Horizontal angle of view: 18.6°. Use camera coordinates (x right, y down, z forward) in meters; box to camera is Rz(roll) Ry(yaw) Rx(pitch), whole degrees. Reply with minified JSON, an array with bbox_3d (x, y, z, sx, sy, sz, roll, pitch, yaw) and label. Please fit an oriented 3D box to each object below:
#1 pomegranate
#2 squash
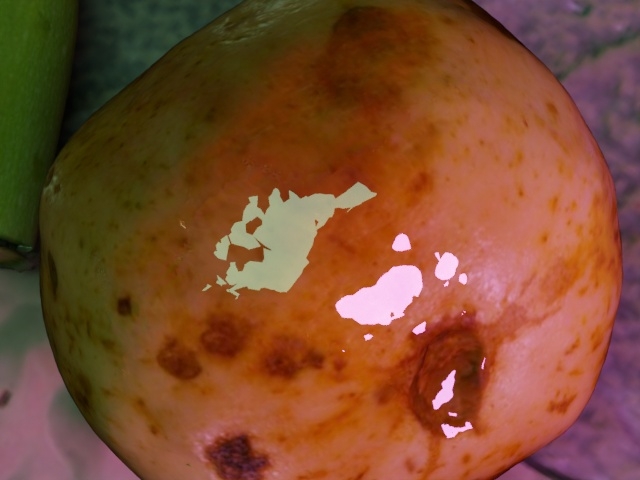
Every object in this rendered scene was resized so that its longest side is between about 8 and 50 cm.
[{"bbox_3d":[0.000,0.000,0.733,0.215,0.215,0.215,-2,79,9],"label":"pomegranate"},{"bbox_3d":[-0.159,-0.081,0.821,0.123,0.123,0.186,11,82,12],"label":"squash"}]
